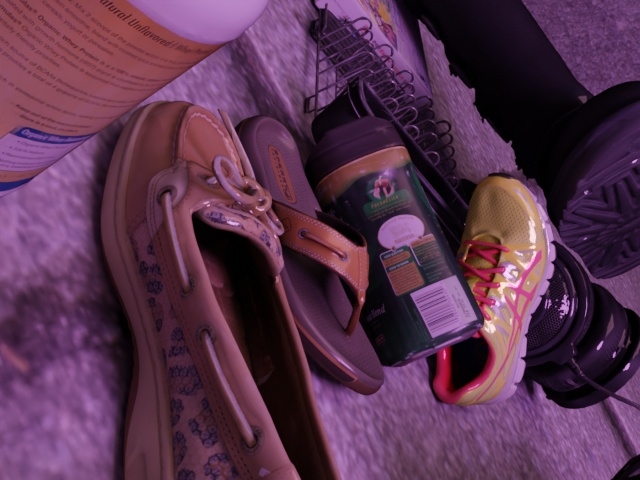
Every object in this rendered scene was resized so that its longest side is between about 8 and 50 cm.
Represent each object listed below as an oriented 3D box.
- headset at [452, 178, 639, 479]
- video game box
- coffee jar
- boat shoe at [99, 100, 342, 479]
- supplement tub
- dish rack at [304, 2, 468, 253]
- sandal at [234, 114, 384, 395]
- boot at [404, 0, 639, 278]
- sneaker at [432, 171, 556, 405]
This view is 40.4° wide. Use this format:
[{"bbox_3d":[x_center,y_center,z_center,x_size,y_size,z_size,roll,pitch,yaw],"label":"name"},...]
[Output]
[{"bbox_3d":[0.220,0.104,0.895,0.243,0.185,0.394,33,21,-40],"label":"headset"},{"bbox_3d":[0.061,-0.277,1.043,0.187,0.048,0.205,47,27,-35],"label":"video game box"},{"bbox_3d":[0.052,0.000,0.669,0.096,0.079,0.184,104,-36,-76],"label":"coffee jar"},{"bbox_3d":[-0.044,0.034,0.446,0.104,0.089,0.285,31,38,-49],"label":"boat shoe"},{"bbox_3d":[-0.109,-0.117,0.344,0.144,0.199,0.144,45,29,-34],"label":"supplement tub"},{"bbox_3d":[0.069,-0.122,0.861,0.208,0.074,0.272,47,28,-32],"label":"dish rack"},{"bbox_3d":[0.000,0.000,0.607,0.090,0.060,0.219,21,46,-56],"label":"sandal"},{"bbox_3d":[0.218,-0.202,0.938,0.445,0.146,0.367,66,6,24],"label":"boot"},{"bbox_3d":[0.138,0.047,0.732,0.094,0.081,0.209,-7,103,-50],"label":"sneaker"}]
